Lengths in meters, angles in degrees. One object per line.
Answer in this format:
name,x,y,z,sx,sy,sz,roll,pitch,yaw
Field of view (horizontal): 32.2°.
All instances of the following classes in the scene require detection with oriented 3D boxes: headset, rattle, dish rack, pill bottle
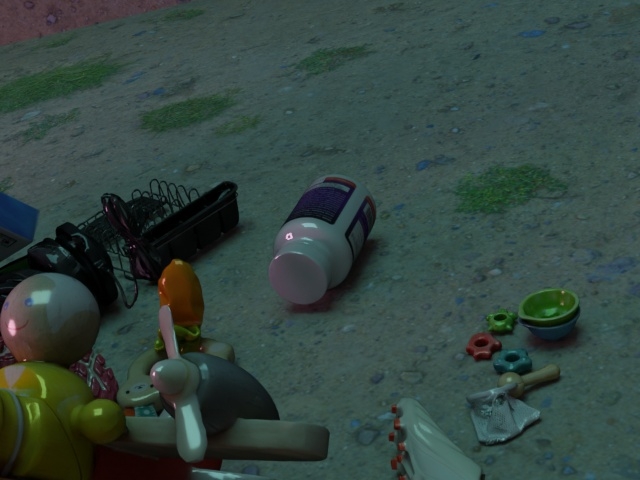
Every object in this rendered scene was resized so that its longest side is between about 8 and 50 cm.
headset,-0.372,0.050,1.477,0.394,0.185,0.243,-11,25,32
rattle,-0.190,0.137,1.284,0.130,0.143,0.199,25,37,26
dish rack,-0.272,-0.027,1.699,0.271,0.074,0.208,13,37,43
pill bottle,0.000,0.000,1.476,0.108,0.108,0.193,-3,29,22

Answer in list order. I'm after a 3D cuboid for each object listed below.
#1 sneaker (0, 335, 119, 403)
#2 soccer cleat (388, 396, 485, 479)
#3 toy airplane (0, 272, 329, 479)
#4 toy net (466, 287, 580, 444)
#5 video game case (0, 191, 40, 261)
sneaker,-0.382,0.176,1.342,0.299,0.112,0.121,8,38,14
soccer cleat,0.115,0.219,1.063,0.076,0.068,0.196,-2,27,-9
toy airplane,-0.209,0.162,0.986,0.386,0.273,0.384,-5,-1,-11
toy net,0.200,0.129,1.202,0.122,0.045,0.232,2,32,29
video game case,-0.581,-0.036,1.583,0.244,0.269,0.061,-25,47,41
